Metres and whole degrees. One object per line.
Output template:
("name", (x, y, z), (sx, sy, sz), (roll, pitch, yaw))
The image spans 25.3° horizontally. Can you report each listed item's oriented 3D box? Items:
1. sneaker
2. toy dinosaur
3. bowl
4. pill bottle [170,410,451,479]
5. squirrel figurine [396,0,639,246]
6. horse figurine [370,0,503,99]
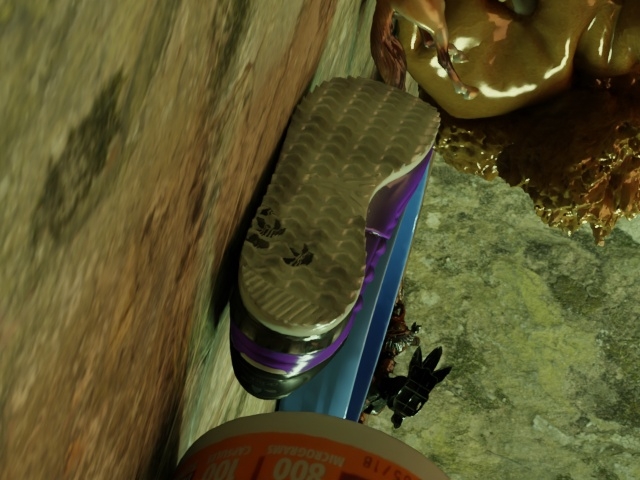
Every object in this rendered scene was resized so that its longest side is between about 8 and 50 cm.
("sneaker", (-0.001, 0.000, 1.045), (0.293, 0.102, 0.146), (-61, 170, -46))
("toy dinosaur", (0.070, 0.187, 1.951), (0.218, 0.164, 0.322), (146, -59, -74))
("bowl", (0.036, 0.073, 1.616), (0.391, 0.077, 0.391), (16, 90, -83))
("pill bottle", (-0.044, 0.310, 0.828), (0.392, 0.224, 0.224), (-68, 171, -48))
("squirrel figurine", (0.290, -0.208, 1.523), (0.281, 0.370, 0.397), (-63, 156, -53))
("horse figurine", (0.110, -0.243, 1.286), (0.174, 0.066, 0.263), (42, 69, -35))
